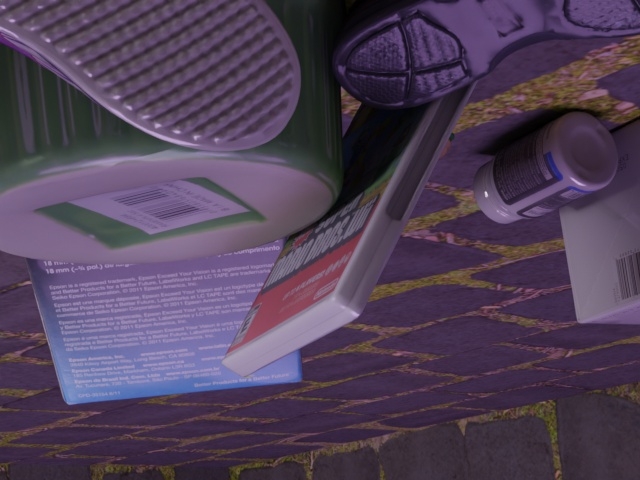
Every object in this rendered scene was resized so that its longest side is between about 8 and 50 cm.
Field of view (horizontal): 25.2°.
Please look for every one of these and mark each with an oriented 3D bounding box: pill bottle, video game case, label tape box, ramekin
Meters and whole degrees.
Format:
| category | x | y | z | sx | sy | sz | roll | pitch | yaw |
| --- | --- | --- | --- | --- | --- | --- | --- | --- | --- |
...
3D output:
| category | x | y | z | sx | sy | sz | roll | pitch | yaw |
| --- | --- | --- | --- | --- | --- | --- | --- | --- | --- |
| pill bottle | 0.212 | -0.066 | 1.369 | 0.078 | 0.078 | 0.137 | 3 | 163 | -31 |
| video game case | 0.033 | -0.040 | 1.062 | 0.025 | 0.285 | 0.204 | 35 | 152 | -12 |
| label tape box | -0.148 | -0.001 | 1.337 | 0.241 | 0.106 | 0.333 | -6 | 133 | -2 |
| ramekin | -0.124 | -0.085 | 1.020 | 0.303 | 0.148 | 0.303 | -6 | 165 | -2 |

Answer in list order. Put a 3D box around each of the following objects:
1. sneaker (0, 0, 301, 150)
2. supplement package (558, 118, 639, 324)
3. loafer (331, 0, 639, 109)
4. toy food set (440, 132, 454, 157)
| category | x | y | z | sx | sy | sz | roll | pitch | yaw |
| --- | --- | --- | --- | --- | --- | --- | --- | --- | --- |
| sneaker | -0.150 | -0.141 | 0.803 | 0.282 | 0.102 | 0.161 | 27 | 178 | -22 |
| supplement package | 0.411 | -0.015 | 1.451 | 0.293 | 0.175 | 0.177 | 3 | 162 | -32 |
| loafer | 0.144 | -0.182 | 0.936 | 0.302 | 0.095 | 0.109 | -19 | 132 | 23 |
| toy food set | 0.084 | -0.089 | 1.340 | 0.083 | 0.020 | 0.082 | -5 | 165 | -2 |
